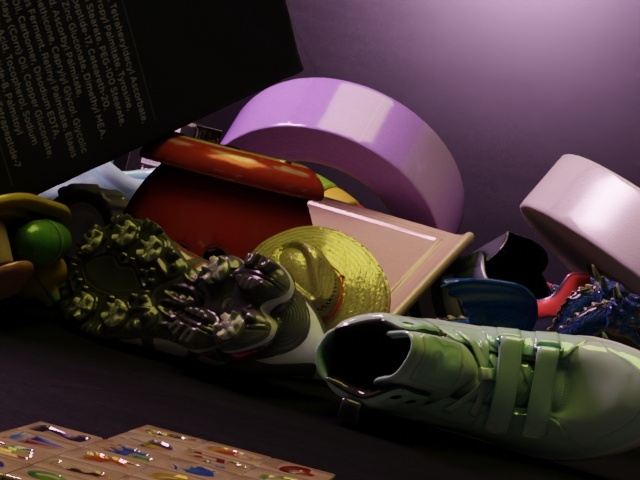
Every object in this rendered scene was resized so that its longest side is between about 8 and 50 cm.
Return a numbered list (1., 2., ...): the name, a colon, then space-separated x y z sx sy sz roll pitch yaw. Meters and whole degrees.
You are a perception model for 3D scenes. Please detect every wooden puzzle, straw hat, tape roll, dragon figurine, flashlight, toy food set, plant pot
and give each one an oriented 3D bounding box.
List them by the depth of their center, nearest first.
1. toy food set: -0.259 0.024 1.497 0.128 0.071 0.218 -32 -15 12
2. straw hat: -0.015 0.035 1.576 0.144 0.144 0.061 14 -27 18
3. dragon figurine: 0.137 0.072 1.622 0.289 0.144 0.085 13 3 4
4. plant pot: -0.090 0.002 1.721 0.191 0.174 0.191 15 2 0
5. tape roll: 0.361 0.065 1.876 0.392 0.072 0.392 40 -2 2
6. wooden puzzle: 0.003 0.036 1.901 0.239 0.044 0.221 13 37 31
7. flashlight: -0.190 -0.004 2.075 0.103 0.103 0.304 11 3 22
8. tape roll: 0.013 -0.040 2.078 0.275 0.274 0.090 14 44 15

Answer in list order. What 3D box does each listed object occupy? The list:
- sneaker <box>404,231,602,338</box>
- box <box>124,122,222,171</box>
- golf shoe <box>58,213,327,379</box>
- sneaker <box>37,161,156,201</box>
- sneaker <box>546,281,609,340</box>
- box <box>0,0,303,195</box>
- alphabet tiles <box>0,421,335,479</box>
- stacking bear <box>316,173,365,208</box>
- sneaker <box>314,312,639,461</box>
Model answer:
1. sneaker: 0.148 0.056 1.957 0.350 0.148 0.131 15 4 41
2. box: -0.197 -0.067 2.446 0.078 0.180 0.147 15 4 10
3. golf shoe: -0.105 0.059 1.531 0.273 0.105 0.120 16 -18 45
4. sneaker: -0.319 -0.070 2.257 0.366 0.150 0.135 11 3 -36
5. sneaker: 0.265 0.102 2.045 0.125 0.104 0.262 15 3 -12
6. box: -0.361 -0.224 1.759 0.472 0.297 0.480 -29 26 -28
7. alphabet tiles: -0.071 0.126 1.011 0.198 0.009 0.237 13 3 11
8. stacking bear: 0.000 0.000 2.411 0.289 0.175 0.164 22 4 21
9. sneaker: 0.121 0.106 1.383 0.256 0.094 0.151 4 -7 22
